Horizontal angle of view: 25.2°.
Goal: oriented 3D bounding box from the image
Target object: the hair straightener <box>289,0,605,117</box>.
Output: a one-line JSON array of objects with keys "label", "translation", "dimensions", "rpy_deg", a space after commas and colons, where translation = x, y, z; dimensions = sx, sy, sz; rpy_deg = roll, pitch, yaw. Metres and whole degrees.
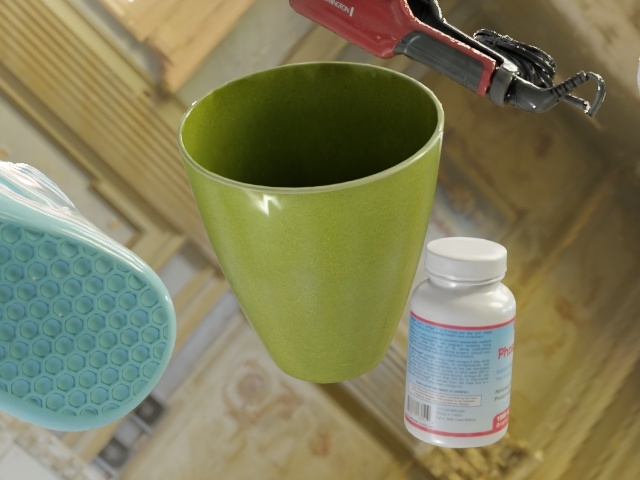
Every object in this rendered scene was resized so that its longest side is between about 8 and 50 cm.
[{"label": "hair straightener", "translation": [0.083, -0.121, 0.837], "dimensions": [0.230, 0.089, 0.047], "rpy_deg": [29, -65, 43]}]

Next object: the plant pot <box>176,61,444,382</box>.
[{"label": "plant pot", "translation": [0.000, 0.000, 1.545], "dimensions": [0.275, 0.293, 0.274], "rpy_deg": [-4, -147, 2]}]

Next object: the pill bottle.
[{"label": "pill bottle", "translation": [0.115, 0.083, 1.179], "dimensions": [0.087, 0.160, 0.087], "rpy_deg": [2, -163, -1]}]

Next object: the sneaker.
[{"label": "sneaker", "translation": [-0.239, -0.020, 0.744], "dimensions": [0.127, 0.319, 0.208], "rpy_deg": [-55, -155, -2]}]

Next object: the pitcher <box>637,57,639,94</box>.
[{"label": "pitcher", "translation": [0.261, -0.008, 0.785], "dimensions": [0.126, 0.177, 0.207], "rpy_deg": [-28, -142, 12]}]
